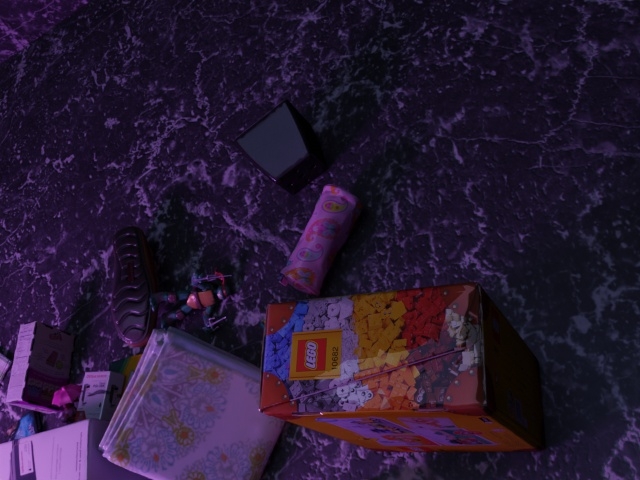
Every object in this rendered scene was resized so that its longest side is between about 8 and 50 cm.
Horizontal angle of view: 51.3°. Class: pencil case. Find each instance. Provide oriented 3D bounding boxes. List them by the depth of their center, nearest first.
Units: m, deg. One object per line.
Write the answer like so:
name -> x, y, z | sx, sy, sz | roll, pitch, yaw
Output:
pencil case -> 0.000, 0.000, 1.689 | 0.124, 0.124, 0.284 | 22, 80, 35

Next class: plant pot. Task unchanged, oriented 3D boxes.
plant pot -> -0.091, -0.236, 1.826 | 0.187, 0.188, 0.167 | -36, 68, 8

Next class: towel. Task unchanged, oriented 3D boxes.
towel -> -0.275, 0.408, 1.537 | 0.320, 0.375, 0.090 | -65, 12, -9
towel -> -1.045, 0.431, 2.117 | 0.113, 0.023, 0.152 | 18, 79, 36

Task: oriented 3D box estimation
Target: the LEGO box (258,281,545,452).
LEGO box -> 0.177, 0.262, 1.228 | 0.373, 0.500, 0.193 | -8, 64, 25

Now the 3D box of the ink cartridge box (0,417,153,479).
ink cartridge box -> -0.620, 0.579, 1.644 | 0.395, 0.285, 0.166 | -19, 59, 21

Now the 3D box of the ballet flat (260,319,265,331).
ballet flat -> -0.061, 0.270, 1.628 | 0.077, 0.077, 0.231 | -31, 56, -13

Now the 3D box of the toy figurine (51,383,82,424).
toy figurine -> -0.655, 0.456, 1.801 | 0.130, 0.159, 0.173 | -10, 63, 25

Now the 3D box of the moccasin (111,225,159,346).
moccasin -> -0.525, 0.140, 1.909 | 0.139, 0.147, 0.380 | -24, 52, 0

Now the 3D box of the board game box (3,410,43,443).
board game box -> -0.850, 0.601, 1.920 | 0.126, 0.026, 0.186 | -36, 55, 9

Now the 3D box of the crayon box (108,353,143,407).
crayon box -> -0.433, 0.381, 1.762 | 0.279, 0.081, 0.165 | -18, 59, 21

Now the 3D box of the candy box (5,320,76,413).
candy box -> -0.805, 0.368, 1.927 | 0.071, 0.159, 0.233 | -12, 61, 22

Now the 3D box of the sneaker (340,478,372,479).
sneaker -> 0.116, 0.591, 1.314 | 0.101, 0.153, 0.268 | -41, 54, 6

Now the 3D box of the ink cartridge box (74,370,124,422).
ink cartridge box -> -0.577, 0.413, 1.742 | 0.099, 0.056, 0.135 | -9, 63, 29

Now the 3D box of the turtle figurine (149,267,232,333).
turtle figurine -> -0.328, 0.163, 1.795 | 0.234, 0.118, 0.175 | -16, 103, 6
